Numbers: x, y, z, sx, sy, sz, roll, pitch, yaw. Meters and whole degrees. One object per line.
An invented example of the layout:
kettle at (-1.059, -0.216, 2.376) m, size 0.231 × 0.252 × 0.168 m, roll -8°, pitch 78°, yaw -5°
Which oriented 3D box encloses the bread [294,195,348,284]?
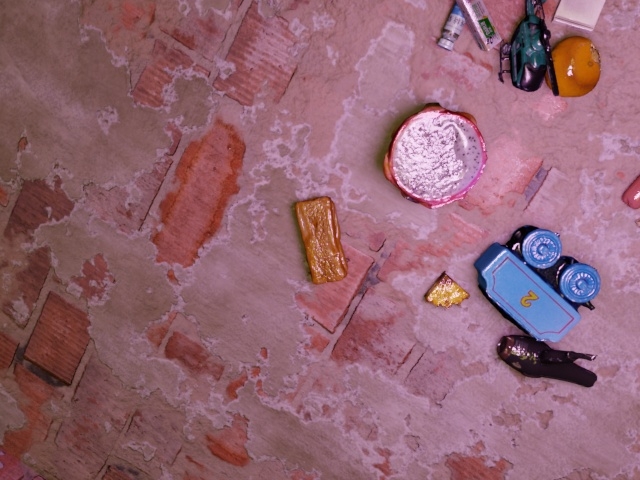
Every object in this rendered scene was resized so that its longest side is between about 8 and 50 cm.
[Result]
bread at (0.000, 0.001, 1.723) m, size 0.139 × 0.077 × 0.271 m, roll -12°, pitch 97°, yaw 18°

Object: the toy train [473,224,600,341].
toy train at (0.606, 0.120, 1.548) m, size 0.300 × 0.188 × 0.265 m, roll 42°, pitch 99°, yaw -1°

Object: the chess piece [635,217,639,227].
chess piece at (0.917, -0.020, 1.538) m, size 0.035 × 0.035 × 0.092 m, roll -27°, pitch 98°, yaw 16°

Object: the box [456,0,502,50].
box at (0.419, -0.612, 1.484) m, size 0.049 × 0.041 × 0.207 m, roll -37°, pitch 113°, yaw 2°

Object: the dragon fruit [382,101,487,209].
dragon fruit at (0.325, -0.239, 1.555) m, size 0.290 × 0.189 × 0.291 m, roll 2°, pitch 108°, yaw 6°

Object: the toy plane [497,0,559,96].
toy plane at (0.553, -0.542, 1.444) m, size 0.106 × 0.155 × 0.382 m, roll 4°, pitch 82°, yaw -12°

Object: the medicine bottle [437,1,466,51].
medicine bottle at (0.385, -0.625, 1.522) m, size 0.051 × 0.051 × 0.191 m, roll 25°, pitch 107°, yaw 7°

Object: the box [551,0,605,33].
box at (0.704, -0.663, 1.455) m, size 0.109 × 0.029 × 0.199 m, roll 20°, pitch 104°, yaw 8°

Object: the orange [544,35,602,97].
orange at (0.666, -0.458, 1.460) m, size 0.156 × 0.134 × 0.157 m, roll -6°, pitch 102°, yaw -29°

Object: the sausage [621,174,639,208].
sausage at (0.893, -0.155, 1.499) m, size 0.062 × 0.062 × 0.154 m, roll 37°, pitch 106°, yaw 3°

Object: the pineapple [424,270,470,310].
pineapple at (0.386, 0.151, 1.681) m, size 0.137 × 0.069 × 0.116 m, roll -3°, pitch 95°, yaw 4°

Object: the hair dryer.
hair dryer at (0.683, 0.341, 1.516) m, size 0.303 × 0.359 × 0.120 m, roll 24°, pitch 77°, yaw 0°
